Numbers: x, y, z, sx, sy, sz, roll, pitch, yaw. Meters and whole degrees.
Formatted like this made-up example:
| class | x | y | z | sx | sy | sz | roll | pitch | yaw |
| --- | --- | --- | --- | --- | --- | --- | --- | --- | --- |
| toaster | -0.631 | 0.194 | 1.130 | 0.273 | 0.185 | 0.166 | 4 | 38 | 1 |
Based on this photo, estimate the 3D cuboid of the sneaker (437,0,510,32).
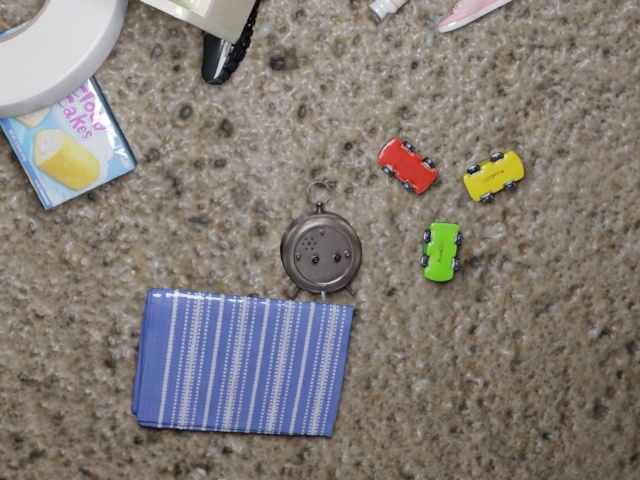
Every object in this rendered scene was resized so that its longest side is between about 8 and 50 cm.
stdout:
| class | x | y | z | sx | sy | sz | roll | pitch | yaw |
| --- | --- | --- | --- | --- | --- | --- | --- | --- | --- |
| sneaker | 0.233 | -0.381 | 1.755 | 0.134 | 0.051 | 0.070 | -28 | 101 | -4 |

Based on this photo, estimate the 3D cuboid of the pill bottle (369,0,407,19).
| class | x | y | z | sx | sy | sz | roll | pitch | yaw |
| --- | --- | --- | --- | --- | --- | --- | --- | --- | --- |
| pill bottle | 0.116 | -0.384 | 1.743 | 0.083 | 0.043 | 0.043 | -43 | 102 | 3 |

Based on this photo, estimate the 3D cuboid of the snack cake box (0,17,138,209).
| class | x | y | z | sx | sy | sz | roll | pitch | yaw |
| --- | --- | --- | --- | --- | --- | --- | --- | --- | --- |
| snack cake box | -0.404 | -0.199 | 1.694 | 0.152 | 0.089 | 0.264 | -26 | 102 | 0 |

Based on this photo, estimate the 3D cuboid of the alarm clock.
| class | x | y | z | sx | sy | sz | roll | pitch | yaw |
| --- | --- | --- | --- | --- | --- | --- | --- | --- | --- |
| alarm clock | 0.000 | 0.000 | 1.795 | 0.129 | 0.064 | 0.192 | -4 | 98 | -6 |

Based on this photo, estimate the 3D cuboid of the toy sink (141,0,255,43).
| class | x | y | z | sx | sy | sz | roll | pitch | yaw |
| --- | --- | --- | --- | --- | --- | --- | --- | --- | --- |
| toy sink | -0.189 | -0.373 | 1.535 | 0.153 | 0.234 | 0.131 | 26 | 97 | 12 |

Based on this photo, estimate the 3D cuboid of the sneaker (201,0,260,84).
| class | x | y | z | sx | sy | sz | roll | pitch | yaw |
| --- | --- | --- | --- | --- | --- | --- | --- | --- | --- |
| sneaker | -0.156 | -0.382 | 1.698 | 0.124 | 0.107 | 0.283 | 16 | 95 | 6 |

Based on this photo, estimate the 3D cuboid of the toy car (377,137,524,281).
| class | x | y | z | sx | sy | sz | roll | pitch | yaw |
| --- | --- | --- | --- | --- | --- | --- | --- | --- | --- |
| toy car | 0.198 | -0.048 | 1.811 | 0.239 | 0.053 | 0.224 | 5 | 100 | -7 |

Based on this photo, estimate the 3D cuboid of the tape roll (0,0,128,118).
| class | x | y | z | sx | sy | sz | roll | pitch | yaw |
| --- | --- | --- | --- | --- | --- | --- | --- | --- | --- |
| tape roll | -0.472 | -0.368 | 1.599 | 0.392 | 0.072 | 0.391 | 0 | 82 | 1 |

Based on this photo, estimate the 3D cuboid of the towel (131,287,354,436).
| class | x | y | z | sx | sy | sz | roll | pitch | yaw |
| --- | --- | --- | --- | --- | --- | --- | --- | --- | --- |
| towel | -0.128 | 0.200 | 1.813 | 0.336 | 0.040 | 0.243 | 6 | 109 | -9 |
